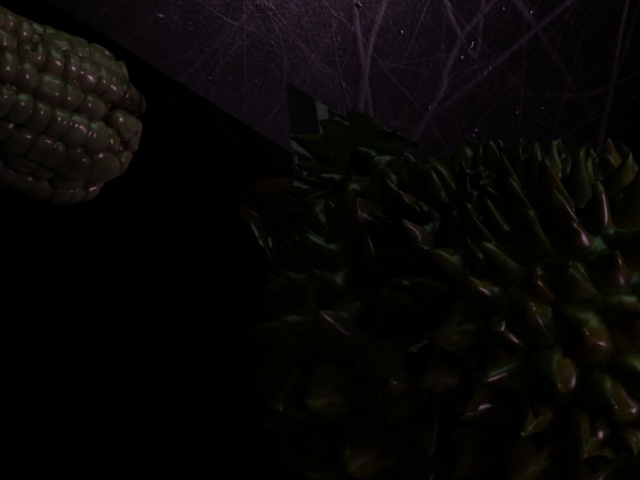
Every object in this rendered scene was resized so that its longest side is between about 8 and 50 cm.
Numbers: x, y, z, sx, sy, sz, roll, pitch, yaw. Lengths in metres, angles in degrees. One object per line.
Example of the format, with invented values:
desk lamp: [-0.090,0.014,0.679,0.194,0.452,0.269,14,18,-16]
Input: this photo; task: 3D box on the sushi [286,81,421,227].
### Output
sushi: [0.074,0.012,1.029,0.215,0.050,0.192,27,47,-42]

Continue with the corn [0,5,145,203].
corn: [-0.175,-0.081,0.802,0.211,0.087,0.087,25,9,-44]

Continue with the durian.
durian: [0.087,0.046,0.606,0.236,0.176,0.200,13,-42,13]

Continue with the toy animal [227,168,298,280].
toy animal: [0.000,0.000,1.170,0.157,0.097,0.312,22,5,12]
